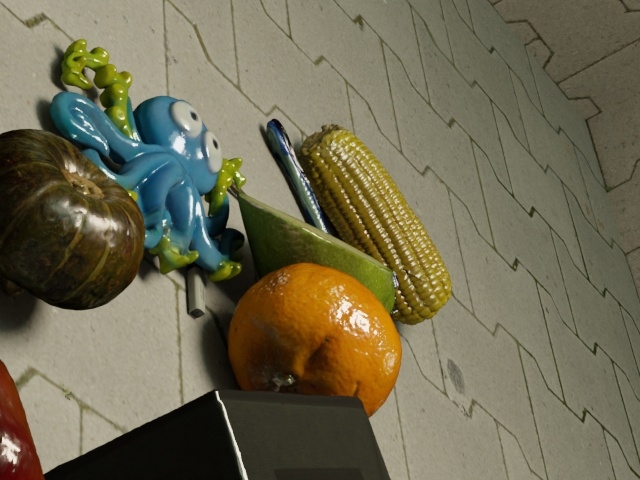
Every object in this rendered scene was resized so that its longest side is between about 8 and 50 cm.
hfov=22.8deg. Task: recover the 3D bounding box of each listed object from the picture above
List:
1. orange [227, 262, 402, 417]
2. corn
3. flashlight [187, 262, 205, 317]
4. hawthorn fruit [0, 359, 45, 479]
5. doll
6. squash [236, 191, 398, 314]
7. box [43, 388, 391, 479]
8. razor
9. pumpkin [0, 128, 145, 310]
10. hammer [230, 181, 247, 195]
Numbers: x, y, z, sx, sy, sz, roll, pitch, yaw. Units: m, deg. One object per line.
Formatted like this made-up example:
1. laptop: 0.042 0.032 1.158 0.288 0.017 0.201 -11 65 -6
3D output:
1. orange: -0.009 0.140 1.994 0.224 0.224 0.170 57 35 -11
2. corn: 0.086 -0.029 2.529 0.344 0.131 0.131 58 22 -9
3. flashlight: -0.158 0.060 2.018 0.018 0.018 0.083 42 29 -41
4. hawthorn fruit: -0.336 0.180 1.136 0.295 0.295 0.311 -95 -169 -45
5. doll: -0.197 -0.095 1.999 0.346 0.099 0.341 47 23 -24
6. squash: 0.000 0.000 2.124 0.189 0.189 0.260 -93 173 -47
7. box: -0.094 0.293 1.577 0.345 0.251 0.204 15 50 -63
8. razor: -0.001 -0.043 2.457 0.056 0.093 0.324 -35 93 -33
9. pumpkin: -0.288 -0.012 1.655 0.219 0.162 0.219 35 12 -8
10. hammer: -0.121 -0.072 2.258 0.292 0.029 0.058 47 27 -36
